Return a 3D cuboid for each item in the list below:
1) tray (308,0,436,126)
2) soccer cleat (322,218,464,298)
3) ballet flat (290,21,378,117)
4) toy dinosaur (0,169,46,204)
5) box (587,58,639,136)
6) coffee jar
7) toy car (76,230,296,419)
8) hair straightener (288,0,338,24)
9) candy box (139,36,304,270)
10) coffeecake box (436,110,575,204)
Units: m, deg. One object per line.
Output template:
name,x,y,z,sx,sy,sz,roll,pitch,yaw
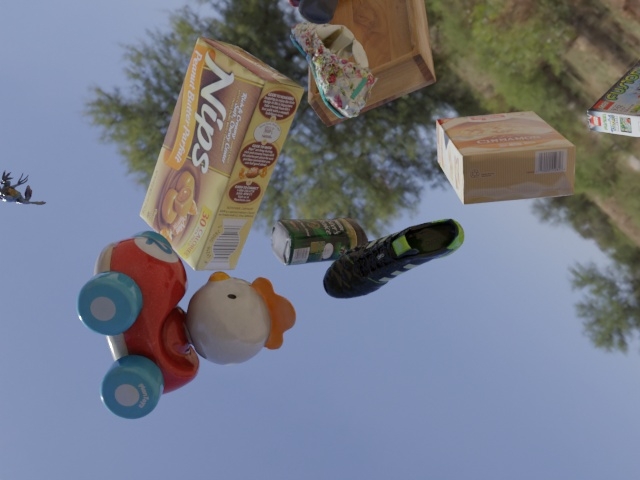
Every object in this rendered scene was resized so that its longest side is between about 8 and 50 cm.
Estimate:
tray,0.084,-0.399,1.412,0.076,0.202,0.411,49,-149,-42
soccer cleat,0.082,0.016,0.915,0.072,0.178,0.060,50,-162,-74
ballet flat,0.023,-0.250,1.079,0.091,0.077,0.241,32,-157,-37
toy dinosaur,-0.441,-0.070,1.120,0.082,0.090,0.047,123,137,-69
box,0.501,-0.223,1.169,0.114,0.207,0.036,18,139,43
coffee jar,0.000,0.000,1.577,0.184,0.079,0.096,-3,-151,-30
toy car,-0.152,0.086,1.006,0.219,0.237,0.211,-87,-13,-74
hair straightener,0.036,-0.313,0.751,0.047,0.231,0.089,14,-150,-28
candy box,-0.162,-0.132,1.226,0.087,0.317,0.183,2,-151,-47
coffeecake box,0.241,-0.115,1.053,0.142,0.068,0.185,-5,-157,0
